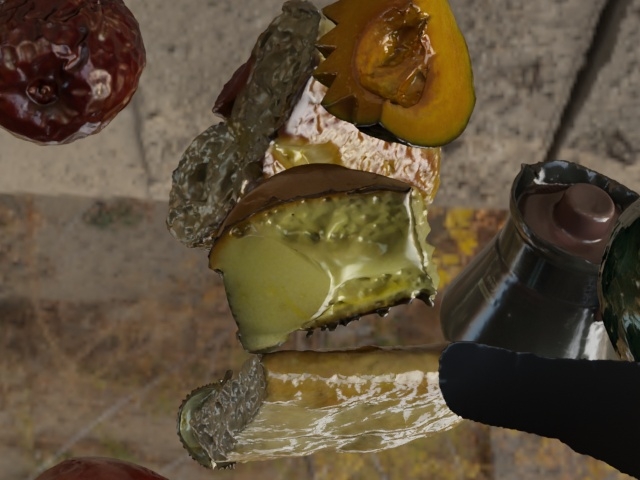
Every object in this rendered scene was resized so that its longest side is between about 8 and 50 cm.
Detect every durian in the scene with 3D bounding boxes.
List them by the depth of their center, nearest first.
[{"bbox_3d":[-0.179,0.325,2.418,0.148,0.188,0.091,14,-171,21],"label":"durian"}]

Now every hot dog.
[{"bbox_3d":[0.006,-0.118,1.844,0.365,0.196,0.367,19,111,-43],"label":"hot dog"}]

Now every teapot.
[{"bbox_3d":[0.387,0.090,2.085,0.306,0.376,0.361,-20,143,-31],"label":"teapot"}]

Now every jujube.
[{"bbox_3d":[-0.330,-0.237,1.665,0.213,0.232,0.213,-2,119,-3],"label":"jujube"}]

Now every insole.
[{"bbox_3d":[0.235,0.150,1.175,0.322,0.109,0.007,9,-164,41],"label":"insole"}]

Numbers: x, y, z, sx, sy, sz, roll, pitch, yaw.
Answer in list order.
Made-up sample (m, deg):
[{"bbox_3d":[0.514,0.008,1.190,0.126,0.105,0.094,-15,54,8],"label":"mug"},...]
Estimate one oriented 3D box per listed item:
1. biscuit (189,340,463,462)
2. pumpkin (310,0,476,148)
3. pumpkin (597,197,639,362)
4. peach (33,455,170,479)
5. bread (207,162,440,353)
[{"bbox_3d":[0.044,0.236,1.843,0.446,0.104,0.429,1,157,-26],"label":"biscuit"},{"bbox_3d":[0.082,-0.188,1.466,0.130,0.254,0.149,-13,144,39],"label":"pumpkin"},{"bbox_3d":[0.386,0.048,1.235,0.263,0.293,0.197,44,142,-5],"label":"pumpkin"},{"bbox_3d":[-0.182,0.332,1.182,0.238,0.281,0.281,-37,167,-22],"label":"peach"},{"bbox_3d":[0.000,0.000,1.563,0.262,0.162,0.204,-14,127,3],"label":"bread"}]
